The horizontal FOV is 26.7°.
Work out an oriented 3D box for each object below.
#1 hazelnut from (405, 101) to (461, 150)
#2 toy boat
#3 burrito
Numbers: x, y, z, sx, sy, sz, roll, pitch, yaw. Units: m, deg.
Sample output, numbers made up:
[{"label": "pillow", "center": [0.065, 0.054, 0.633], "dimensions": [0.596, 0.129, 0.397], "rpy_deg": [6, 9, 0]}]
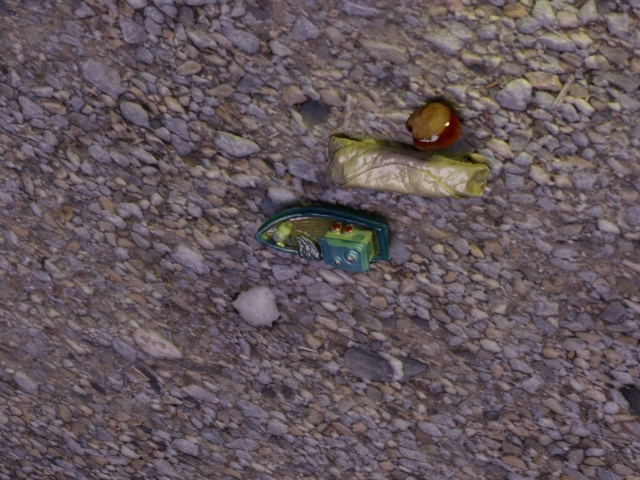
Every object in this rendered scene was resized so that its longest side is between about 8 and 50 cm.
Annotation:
[{"label": "hazelnut", "center": [0.173, -0.171, 2.076], "dimensions": [0.086, 0.086, 0.086], "rpy_deg": [15, 136, 15]}, {"label": "toy boat", "center": [0.000, 0.000, 2.312], "dimensions": [0.238, 0.098, 0.109], "rpy_deg": [8, 130, 23]}, {"label": "burrito", "center": [0.135, -0.110, 2.163], "dimensions": [0.275, 0.059, 0.082], "rpy_deg": [10, 119, 19]}]
